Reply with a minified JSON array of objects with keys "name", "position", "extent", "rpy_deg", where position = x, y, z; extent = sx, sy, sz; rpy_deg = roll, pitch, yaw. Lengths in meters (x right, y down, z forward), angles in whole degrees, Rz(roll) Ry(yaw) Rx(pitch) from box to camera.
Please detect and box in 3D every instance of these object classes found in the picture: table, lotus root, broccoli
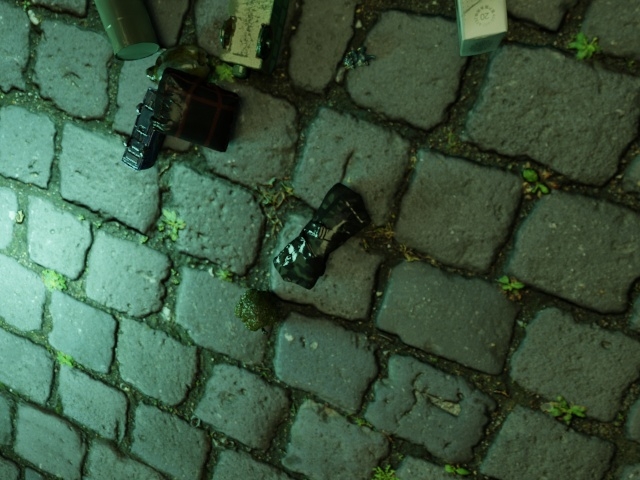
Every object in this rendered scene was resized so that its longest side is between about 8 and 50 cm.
[{"name":"table","position":[-0.540,-0.626,1.242],"extent":[0.126,0.126,0.219],"rpy_deg":[-16,98,18]},{"name":"lotus root","position":[-0.398,-0.479,1.259],"extent":[0.192,0.088,0.113],"rpy_deg":[-8,85,18]},{"name":"broccoli","position":[-0.189,0.209,1.354],"extent":[0.131,0.130,0.120],"rpy_deg":[22,145,-6]}]

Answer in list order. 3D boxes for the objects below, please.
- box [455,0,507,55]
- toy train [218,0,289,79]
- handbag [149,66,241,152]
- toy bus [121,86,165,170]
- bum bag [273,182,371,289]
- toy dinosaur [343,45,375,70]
[{"name":"box","position":[0.330,-0.586,0.968],"extent":[0.095,0.210,0.330],"rpy_deg":[-4,101,17]},{"name":"toy train","position":[-0.161,-0.569,1.137],"extent":[0.129,0.159,0.326],"rpy_deg":[15,103,9]},{"name":"handbag","position":[-0.332,-0.351,1.214],"extent":[0.215,0.155,0.169],"rpy_deg":[13,113,-33]},{"name":"toy bus","position":[-0.494,-0.320,1.319],"extent":[0.079,0.094,0.236],"rpy_deg":[32,107,13]},{"name":"bum bag","position":[0.000,0.000,1.259],"extent":[0.144,0.095,0.340],"rpy_deg":[47,109,17]},{"name":"toy dinosaur","position":[0.098,-0.463,1.155],"extent":[0.083,0.030,0.047],"rpy_deg":[-15,99,19]}]
